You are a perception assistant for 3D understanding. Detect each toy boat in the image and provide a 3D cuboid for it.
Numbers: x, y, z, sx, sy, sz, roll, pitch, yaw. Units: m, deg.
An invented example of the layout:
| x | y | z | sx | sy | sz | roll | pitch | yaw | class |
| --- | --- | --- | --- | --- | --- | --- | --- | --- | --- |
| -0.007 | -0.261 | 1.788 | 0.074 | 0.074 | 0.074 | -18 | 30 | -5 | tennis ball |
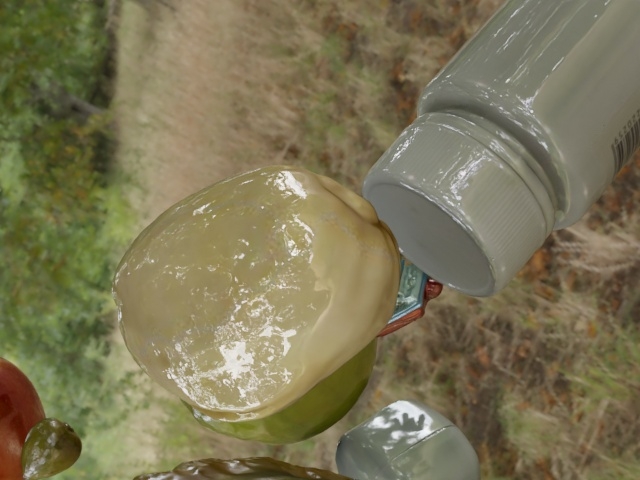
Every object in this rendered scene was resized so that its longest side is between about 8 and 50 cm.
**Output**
| x | y | z | sx | sy | sz | roll | pitch | yaw | class |
| --- | --- | --- | --- | --- | --- | --- | --- | --- | --- |
| 0.065 | 0.066 | 1.132 | 0.173 | 0.058 | 0.069 | -31 | 39 | 55 | toy boat |

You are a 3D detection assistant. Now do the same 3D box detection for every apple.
| x | y | z | sx | sy | sz | roll | pitch | yaw | class |
| --- | --- | --- | --- | --- | --- | --- | --- | --- | --- |
| -0.586 | 0.331 | 1.709 | 0.242 | 0.241 | 0.242 | -18 | 24 | 8 | apple |

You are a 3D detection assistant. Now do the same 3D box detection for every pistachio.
| x | y | z | sx | sy | sz | roll | pitch | yaw | class |
| --- | --- | --- | --- | --- | --- | --- | --- | --- | --- |
| -0.048 | 0.031 | 0.586 | 0.200 | 0.117 | 0.145 | -20 | 51 | 34 | pistachio |

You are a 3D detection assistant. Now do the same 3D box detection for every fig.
| x | y | z | sx | sy | sz | roll | pitch | yaw | class |
| --- | --- | --- | --- | --- | --- | --- | --- | --- | --- |
| -0.063 | 0.154 | 1.512 | 0.343 | 0.343 | 0.343 | -53 | 20 | 29 | fig |
| -0.359 | 0.278 | 1.328 | 0.088 | 0.074 | 0.074 | -50 | 17 | -4 | fig |

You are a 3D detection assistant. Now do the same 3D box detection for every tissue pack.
| x | y | z | sx | sy | sz | roll | pitch | yaw | class |
| --- | --- | --- | --- | --- | --- | --- | --- | --- | --- |
| 0.164 | 0.468 | 1.787 | 0.236 | 0.229 | 0.333 | 39 | 144 | 39 | tissue pack |

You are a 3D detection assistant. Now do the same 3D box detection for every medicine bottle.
| x | y | z | sx | sy | sz | roll | pitch | yaw | class |
| --- | --- | --- | --- | --- | --- | --- | --- | --- | --- |
| 0.213 | -0.120 | 1.038 | 0.340 | 0.208 | 0.208 | -48 | 13 | -17 | medicine bottle |

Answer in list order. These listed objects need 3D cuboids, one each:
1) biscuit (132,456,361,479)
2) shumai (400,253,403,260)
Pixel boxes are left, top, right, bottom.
| x | y | z | sx | sy | sz | roll | pitch | yaw | class |
| --- | --- | --- | --- | --- | --- | --- | --- | --- | --- |
| -0.026 | 0.313 | 0.833 | 0.335 | 0.329 | 0.078 | 53 | 127 | 29 | biscuit |
| 0.005 | 0.000 | 1.258 | 0.184 | 0.184 | 0.142 | -51 | 53 | 34 | shumai |
